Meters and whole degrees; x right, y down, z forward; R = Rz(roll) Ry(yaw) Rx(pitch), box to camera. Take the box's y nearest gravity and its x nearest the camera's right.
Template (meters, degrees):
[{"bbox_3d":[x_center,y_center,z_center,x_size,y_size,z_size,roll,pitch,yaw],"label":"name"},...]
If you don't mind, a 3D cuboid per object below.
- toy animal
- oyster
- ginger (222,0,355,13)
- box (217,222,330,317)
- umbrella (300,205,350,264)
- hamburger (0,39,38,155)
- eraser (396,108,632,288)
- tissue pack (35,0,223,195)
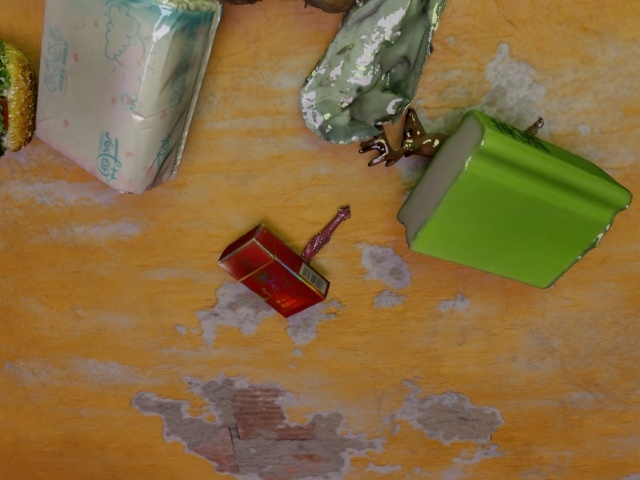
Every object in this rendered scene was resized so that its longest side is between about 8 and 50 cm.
[{"bbox_3d":[0.207,-0.108,0.758,0.260,0.087,0.243,-19,118,11],"label":"toy animal"},{"bbox_3d":[0.069,-0.254,0.669,0.200,0.087,0.251,9,107,20],"label":"oyster"},{"bbox_3d":[-0.062,-0.377,0.551,0.305,0.155,0.244,-9,138,1],"label":"ginger"},{"bbox_3d":[-0.082,0.059,0.885,0.175,0.048,0.112,42,131,-21],"label":"box"},{"bbox_3d":[0.000,0.000,0.874,0.027,0.025,0.165,40,116,-1],"label":"umbrella"},{"bbox_3d":[-0.453,-0.200,0.708,0.087,0.137,0.165,-4,131,-33],"label":"hamburger"},{"bbox_3d":[0.280,-0.047,0.726,0.275,0.092,0.210,15,127,-20],"label":"eraser"},{"bbox_3d":[-0.265,-0.224,0.658,0.202,0.124,0.271,34,123,13],"label":"tissue pack"}]
